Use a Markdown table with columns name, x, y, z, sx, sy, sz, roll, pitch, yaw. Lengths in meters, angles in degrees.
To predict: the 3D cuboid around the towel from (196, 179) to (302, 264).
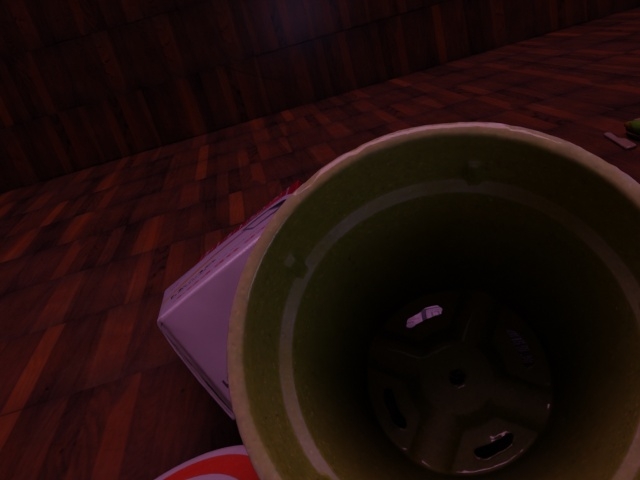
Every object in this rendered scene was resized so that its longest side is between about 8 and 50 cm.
| name | x | y | z | sx | sy | sz | roll | pitch | yaw |
| --- | --- | --- | --- | --- | --- | --- | --- | --- | --- |
| towel | -0.131 | 0.010 | 0.971 | 0.274 | 0.031 | 0.199 | -36 | 19 | 17 |

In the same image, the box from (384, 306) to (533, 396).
| name | x | y | z | sx | sy | sz | roll | pitch | yaw |
| --- | --- | --- | --- | --- | --- | --- | --- | --- | --- |
| box | 0.228 | 0.043 | 0.715 | 0.394 | 0.097 | 0.318 | -10 | 28 | 10 |

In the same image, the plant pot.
| name | x | y | z | sx | sy | sz | roll | pitch | yaw |
| --- | --- | --- | --- | --- | --- | --- | --- | --- | --- |
| plant pot | 0.103 | 0.095 | 0.425 | 0.275 | 0.254 | 0.276 | -4 | 70 | 12 |

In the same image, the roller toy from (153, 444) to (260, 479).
| name | x | y | z | sx | sy | sz | roll | pitch | yaw |
| --- | --- | --- | --- | --- | --- | --- | --- | --- | --- |
| roller toy | -0.065 | 0.255 | 0.366 | 0.209 | 0.146 | 0.191 | -36 | 20 | -32 |

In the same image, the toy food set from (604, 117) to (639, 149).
| name | x | y | z | sx | sy | sz | roll | pitch | yaw |
| --- | --- | --- | --- | --- | --- | --- | --- | --- | --- |
| toy food set | 0.691 | -0.238 | 1.118 | 0.191 | 0.039 | 0.132 | -13 | 24 | 7 |

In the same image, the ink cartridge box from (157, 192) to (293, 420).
| name | x | y | z | sx | sy | sz | roll | pitch | yaw |
| --- | --- | --- | --- | --- | --- | --- | --- | --- | --- |
| ink cartridge box | -0.068 | 0.051 | 0.665 | 0.226 | 0.131 | 0.306 | -40 | 8 | -11 |
